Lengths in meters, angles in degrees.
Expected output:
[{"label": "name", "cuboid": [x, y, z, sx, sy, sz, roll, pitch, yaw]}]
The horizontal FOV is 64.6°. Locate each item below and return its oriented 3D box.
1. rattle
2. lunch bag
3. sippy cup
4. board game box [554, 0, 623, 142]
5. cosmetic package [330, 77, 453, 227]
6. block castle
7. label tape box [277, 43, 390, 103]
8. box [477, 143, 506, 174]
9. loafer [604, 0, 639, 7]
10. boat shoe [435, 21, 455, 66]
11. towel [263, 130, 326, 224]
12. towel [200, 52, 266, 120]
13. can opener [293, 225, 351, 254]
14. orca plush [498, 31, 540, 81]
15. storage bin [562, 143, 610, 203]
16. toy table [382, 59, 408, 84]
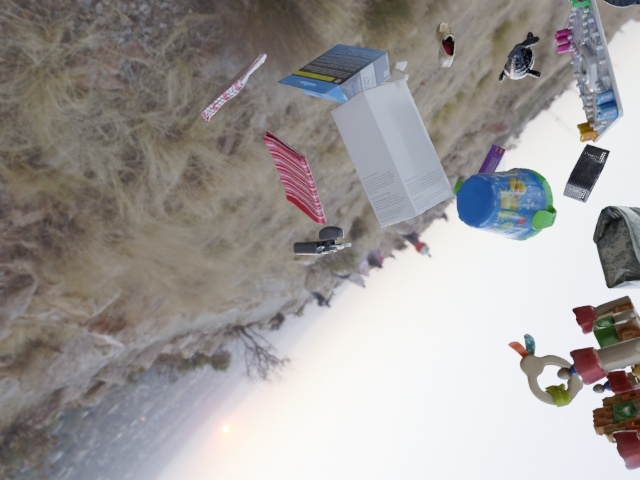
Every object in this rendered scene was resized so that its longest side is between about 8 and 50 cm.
[{"label": "rattle", "cuboid": [0.582, 0.339, 1.343, 0.130, 0.199, 0.143, -55, 158, 14]}, {"label": "lunch bag", "cuboid": [1.088, 0.016, 1.744, 0.235, 0.287, 0.169, 1, 161, -22]}, {"label": "sippy cup", "cuboid": [0.553, -0.116, 1.570, 0.224, 0.240, 0.305, 0, 166, -32]}, {"label": "board game box", "cuboid": [0.775, -0.503, 1.490, 0.050, 0.390, 0.390, -13, 176, 19]}, {"label": "cosmetic package", "cuboid": [0.207, -0.249, 1.439, 0.197, 0.366, 0.155, -26, -177, -37]}, {"label": "block castle", "cuboid": [0.767, 0.347, 1.311, 0.213, 0.303, 0.453, -28, 176, 28]}, {"label": "label tape box", "cuboid": [0.051, -0.574, 1.808, 0.333, 0.240, 0.106, -41, 137, -27]}, {"label": "box", "cuboid": [0.651, -0.229, 1.967, 0.201, 0.057, 0.293, -63, 158, 2]}, {"label": "loafer", "cuboid": [0.899, -0.717, 1.473, 0.061, 0.170, 0.062, -79, 176, -46]}, {"label": "boat shoe", "cuboid": [0.425, -0.667, 1.695, 0.059, 0.063, 0.170, 122, -33, -70]}, {"label": "towel", "cuboid": [-0.075, -0.180, 1.512, 0.031, 0.199, 0.275, -38, 141, -16]}, {"label": "towel", "cuboid": [-0.223, -0.398, 1.312, 0.197, 0.029, 0.144, -22, -147, 43]}, {"label": "can opener", "cuboid": [0.000, 0.000, 1.744, 0.076, 0.095, 0.283, -6, -178, -33]}, {"label": "orca plush", "cuboid": [0.602, -0.517, 1.454, 0.151, 0.102, 0.287, -56, 170, 7]}, {"label": "storage bin", "cuboid": [0.951, -0.240, 1.812, 0.180, 0.084, 0.122, -58, 153, -14]}, {"label": "toy table", "cuboid": [0.260, -0.680, 2.171, 0.274, 0.252, 0.161, -35, 145, -41]}]
